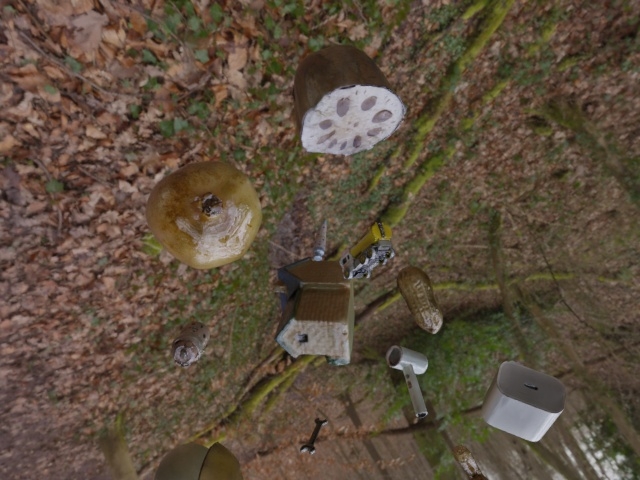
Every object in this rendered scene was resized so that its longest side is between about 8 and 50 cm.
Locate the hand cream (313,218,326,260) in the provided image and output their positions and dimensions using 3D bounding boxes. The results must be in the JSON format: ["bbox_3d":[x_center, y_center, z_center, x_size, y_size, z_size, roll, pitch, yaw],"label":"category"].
[{"bbox_3d":[0.000,0.000,1.815,0.043,0.171,0.065,21,141,-15],"label":"hand cream"}]

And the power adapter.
[{"bbox_3d":[0.594,0.500,1.433,0.255,0.186,0.124,92,24,-44],"label":"power adapter"}]

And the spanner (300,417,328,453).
[{"bbox_3d":[-0.020,0.684,1.679,0.054,0.015,0.254,-4,-177,12],"label":"spanner"}]

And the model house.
[{"bbox_3d":[-0.037,0.307,1.994,0.342,0.382,0.335,0,120,7],"label":"model house"}]

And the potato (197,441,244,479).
[{"bbox_3d":[-0.252,0.687,1.227,0.115,0.299,0.239,3,174,10],"label":"potato"}]

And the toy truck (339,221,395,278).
[{"bbox_3d":[0.154,0.039,1.583,0.097,0.114,0.227,1,149,-32],"label":"toy truck"}]

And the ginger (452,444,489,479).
[{"bbox_3d":[0.447,0.676,1.349,0.058,0.214,0.133,-30,-169,3],"label":"ginger"}]

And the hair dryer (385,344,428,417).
[{"bbox_3d":[0.295,0.441,1.481,0.131,0.237,0.073,23,122,-28],"label":"hair dryer"}]

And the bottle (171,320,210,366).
[{"bbox_3d":[-0.398,0.319,1.438,0.099,0.099,0.152,-42,-167,16],"label":"bottle"}]

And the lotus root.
[{"bbox_3d":[0.049,-0.333,1.122,0.272,0.192,0.272,-20,158,-8],"label":"lotus root"}]

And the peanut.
[{"bbox_3d":[0.337,0.195,1.586,0.110,0.237,0.120,-26,177,-2],"label":"peanut"}]

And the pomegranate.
[{"bbox_3d":[-0.307,-0.069,1.277,0.319,0.319,0.319,-28,155,-14],"label":"pomegranate"}]

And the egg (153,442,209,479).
[{"bbox_3d":[-0.515,0.954,1.876,0.278,0.278,0.336,-30,-161,-10],"label":"egg"}]
